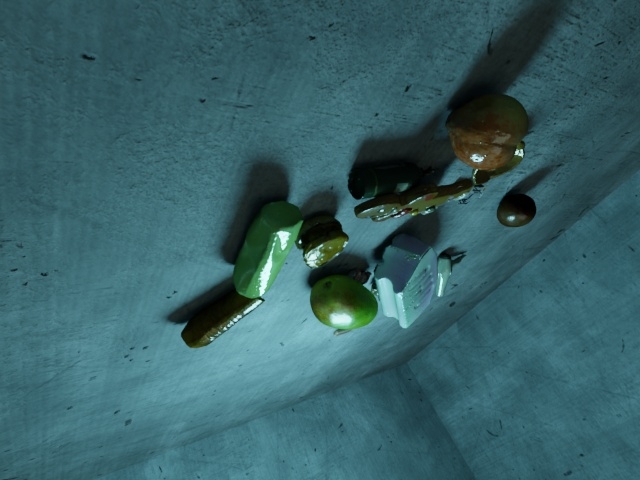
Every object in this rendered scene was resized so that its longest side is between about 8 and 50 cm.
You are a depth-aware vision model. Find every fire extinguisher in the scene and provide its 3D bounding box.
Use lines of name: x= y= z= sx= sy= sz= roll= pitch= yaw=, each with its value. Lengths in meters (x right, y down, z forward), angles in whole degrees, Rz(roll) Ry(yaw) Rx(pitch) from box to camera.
fire extinguisher: x=0.225 y=-0.190 z=1.259 sx=0.294 sy=0.093 sz=0.118 roll=-13 pitch=173 yaw=-29

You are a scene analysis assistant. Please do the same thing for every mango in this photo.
mango: x=0.103 y=0.266 z=1.712 sx=0.225 sy=0.201 sz=0.382 roll=-45 pitch=137 yaw=10

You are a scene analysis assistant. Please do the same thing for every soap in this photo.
soap: x=0.376 y=0.166 z=1.789 sx=0.261 sy=0.156 sz=0.446 roll=-43 pitch=144 yaw=-17

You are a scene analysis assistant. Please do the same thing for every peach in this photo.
peach: x=0.467 y=-0.319 z=1.195 sx=0.232 sy=0.233 sz=0.233 roll=-22 pitch=150 yaw=-14

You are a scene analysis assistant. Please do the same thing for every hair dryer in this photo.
hair dryer: x=0.676 y=0.180 z=2.174 sx=0.267 sy=0.092 sz=0.229 roll=3 pitch=105 yaw=-46

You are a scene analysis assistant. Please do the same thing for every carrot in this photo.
carrot: x=-0.339 y=0.256 z=1.424 sx=0.301 sy=0.114 sz=0.114 roll=-37 pitch=151 yaw=4

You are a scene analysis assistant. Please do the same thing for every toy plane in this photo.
toy plane: x=0.580 y=-0.189 z=1.619 sx=0.197 sy=0.053 sz=0.078 roll=-7 pitch=135 yaw=-28

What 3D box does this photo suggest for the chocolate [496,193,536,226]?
chocolate: x=0.886 y=-0.125 z=1.888 sx=0.176 sy=0.177 sz=0.177 roll=-22 pitch=150 yaw=-14

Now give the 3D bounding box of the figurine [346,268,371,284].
figurine: x=0.163 y=0.149 z=1.773 sx=0.129 sy=0.054 sz=0.072 roll=23 pitch=106 yaw=-47

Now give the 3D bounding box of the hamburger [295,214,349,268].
hamburger: x=0.000 y=0.000 z=1.339 sx=0.177 sy=0.113 sz=0.185 roll=-44 pitch=156 yaw=13

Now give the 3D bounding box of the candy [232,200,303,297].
candy: x=-0.156 y=0.032 z=1.215 sx=0.142 sy=0.132 sz=0.344 roll=6 pitch=137 yaw=-24

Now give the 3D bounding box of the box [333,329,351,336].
box: x=0.128 y=0.509 z=2.323 sx=0.115 sy=0.025 sz=0.048 roll=-9 pitch=143 yaw=-33

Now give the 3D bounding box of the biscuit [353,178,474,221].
biscuit: x=0.288 y=-0.111 z=1.358 sx=0.431 sy=0.064 sz=0.283 roll=-11 pitch=170 yaw=-38

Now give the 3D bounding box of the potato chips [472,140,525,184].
potato chips: x=0.630 y=-0.291 z=1.494 sx=0.195 sy=0.062 sz=0.208 roll=-1 pitch=141 yaw=-33

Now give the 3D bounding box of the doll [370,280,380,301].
doll: x=0.359 y=0.200 z=1.998 sx=0.285 sy=0.091 sz=0.203 roll=-21 pitch=163 yaw=-17
